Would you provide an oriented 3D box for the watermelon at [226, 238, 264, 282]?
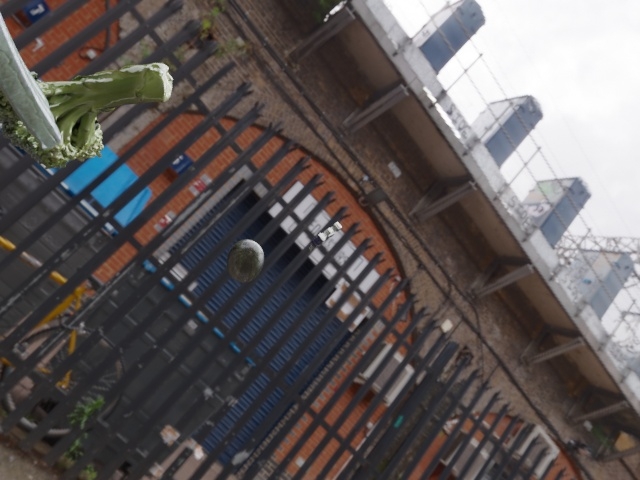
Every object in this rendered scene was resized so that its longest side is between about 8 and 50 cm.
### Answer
[{"bbox_3d":[-0.157,0.044,1.107,0.078,0.078,0.111,39,-41,11],"label":"watermelon"}]

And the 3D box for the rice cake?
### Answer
[{"bbox_3d":[-0.418,-0.237,0.720,0.127,0.043,0.237,58,-20,26],"label":"rice cake"}]

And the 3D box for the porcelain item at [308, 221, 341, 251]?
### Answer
[{"bbox_3d":[0.000,0.000,1.226,0.021,0.075,0.136,48,26,4],"label":"porcelain item"}]

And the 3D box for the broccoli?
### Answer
[{"bbox_3d":[-0.576,-0.329,1.316,0.353,0.397,0.275,25,-45,56],"label":"broccoli"}]
